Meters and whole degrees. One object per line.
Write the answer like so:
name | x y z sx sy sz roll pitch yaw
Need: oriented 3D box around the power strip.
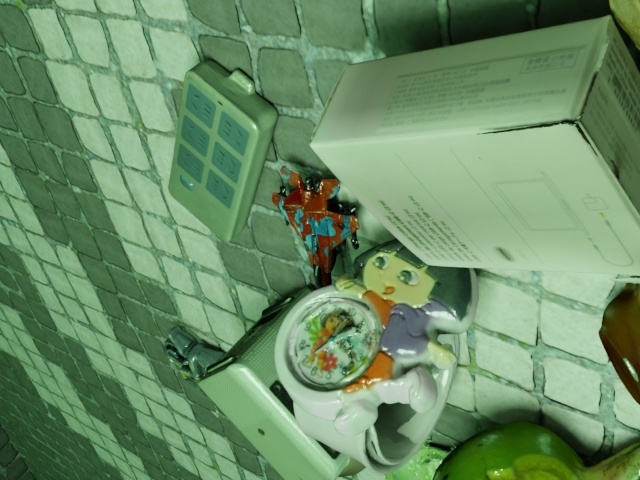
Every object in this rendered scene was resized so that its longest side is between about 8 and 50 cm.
power strip | -0.128 -0.104 1.004 0.118 0.046 0.270 38 145 10

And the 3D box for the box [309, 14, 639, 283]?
box | 0.149 -0.061 0.661 0.251 0.106 0.203 0 149 44

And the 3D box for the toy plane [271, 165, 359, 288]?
toy plane | 0.002 -0.002 0.964 0.130 0.061 0.189 17 141 33

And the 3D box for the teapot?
teapot | 0.312 0.098 0.745 0.129 0.078 0.098 62 -176 -2

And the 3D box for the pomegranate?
pomegranate | 0.265 0.307 0.909 0.302 0.236 0.236 -32 103 20

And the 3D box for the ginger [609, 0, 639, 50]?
ginger | 0.247 -0.170 0.498 0.216 0.102 0.157 53 161 -28

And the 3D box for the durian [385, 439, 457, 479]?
durian | 0.159 0.334 1.136 0.215 0.086 0.100 -13 102 53

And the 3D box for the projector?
projector | -0.019 0.211 1.099 0.242 0.177 0.163 49 147 -3

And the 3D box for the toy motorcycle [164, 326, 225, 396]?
toy motorcycle | -0.193 0.225 1.390 0.193 0.061 0.124 43 142 3

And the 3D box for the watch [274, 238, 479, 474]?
watch | 0.089 0.138 0.915 0.196 0.244 0.231 19 159 36
